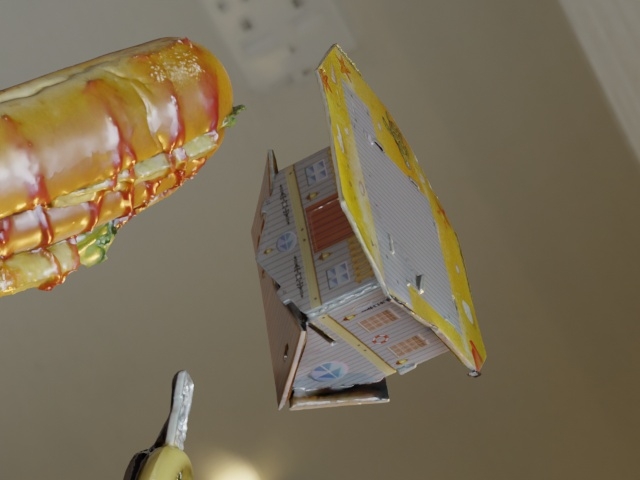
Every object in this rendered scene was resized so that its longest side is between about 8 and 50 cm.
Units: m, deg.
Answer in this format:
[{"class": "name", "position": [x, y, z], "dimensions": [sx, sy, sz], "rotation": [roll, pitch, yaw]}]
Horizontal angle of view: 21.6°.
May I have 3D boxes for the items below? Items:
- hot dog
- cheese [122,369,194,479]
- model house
[{"class": "hot dog", "position": [-0.129, -0.022, 0.748], "dimensions": [0.250, 0.076, 0.104], "rotation": [-30, 161, -50]}, {"class": "cheese", "position": [-0.114, 0.173, 1.248], "dimensions": [0.036, 0.086, 0.162], "rotation": [-4, -123, 16]}, {"class": "model house", "position": [0.000, 0.000, 1.151], "dimensions": [0.136, 0.207, 0.219], "rotation": [-27, -127, 19]}]
